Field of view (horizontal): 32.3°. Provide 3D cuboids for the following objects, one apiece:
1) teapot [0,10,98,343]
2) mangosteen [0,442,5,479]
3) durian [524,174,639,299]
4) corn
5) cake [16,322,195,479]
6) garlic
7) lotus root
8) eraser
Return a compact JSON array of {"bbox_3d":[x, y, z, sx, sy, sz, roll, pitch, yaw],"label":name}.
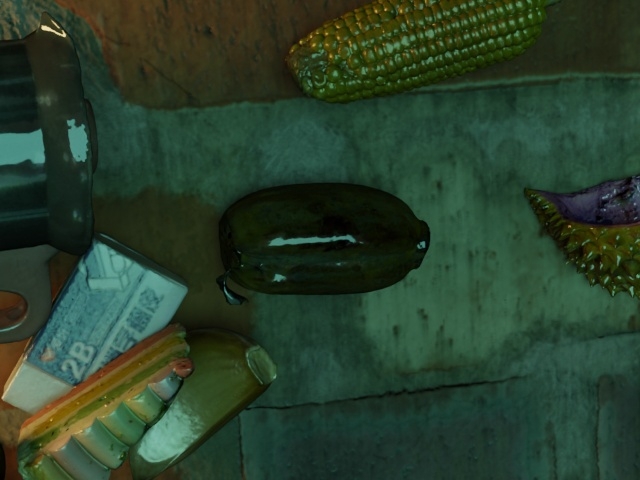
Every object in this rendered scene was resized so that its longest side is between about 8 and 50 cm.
[{"bbox_3d":[-0.403,-0.051,1.091,0.362,0.305,0.376,-7,120,-17],"label":"teapot"},{"bbox_3d":[-0.428,0.327,1.115,0.347,0.307,0.306,-21,104,17],"label":"mangosteen"},{"bbox_3d":[0.414,-0.003,1.346,0.261,0.153,0.186,-23,128,1],"label":"durian"},{"bbox_3d":[0.120,-0.232,1.243,0.322,0.119,0.119,-18,103,-3],"label":"corn"},{"bbox_3d":[-0.230,0.177,1.171,0.090,0.109,0.225,39,94,-23],"label":"cake"},{"bbox_3d":[-0.145,0.187,1.260,0.128,0.115,0.206,40,86,23],"label":"garlic"},{"bbox_3d":[0.000,0.000,1.252,0.241,0.123,0.124,-1,129,-14],"label":"lotus root"},{"bbox_3d":[-0.253,0.110,1.246,0.124,0.068,0.210,30,93,-16],"label":"eraser"}]
